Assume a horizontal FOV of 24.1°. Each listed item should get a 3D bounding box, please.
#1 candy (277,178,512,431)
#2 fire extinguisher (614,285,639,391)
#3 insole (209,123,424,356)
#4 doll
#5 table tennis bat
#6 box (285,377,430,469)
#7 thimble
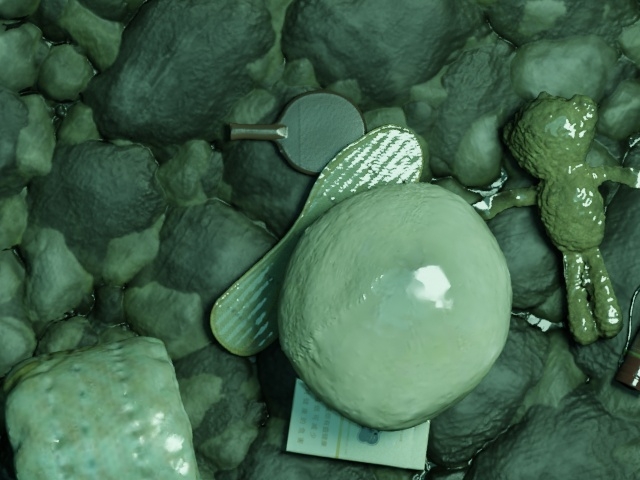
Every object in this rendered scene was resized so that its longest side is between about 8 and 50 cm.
[{"bbox_3d":[0.087,0.069,1.721,0.295,0.185,0.295,1,76,-6],"label":"candy"},{"bbox_3d":[0.400,0.104,1.798,0.078,0.045,0.157,25,84,24],"label":"fire extinguisher"},{"bbox_3d":[0.000,0.000,1.811,0.119,0.009,0.348,44,85,-9],"label":"insole"},{"bbox_3d":[0.309,-0.034,1.792,0.202,0.091,0.286,-44,72,28],"label":"doll"},{"bbox_3d":[-0.025,-0.138,1.784,0.170,0.119,0.107,0,83,-2],"label":"table tennis bat"},{"bbox_3d":[0.047,0.219,1.789,0.167,0.024,0.090,8,83,0],"label":"box"},{"bbox_3d":[-0.233,0.245,1.661,0.195,0.291,0.291,-11,83,-6],"label":"thimble"}]
